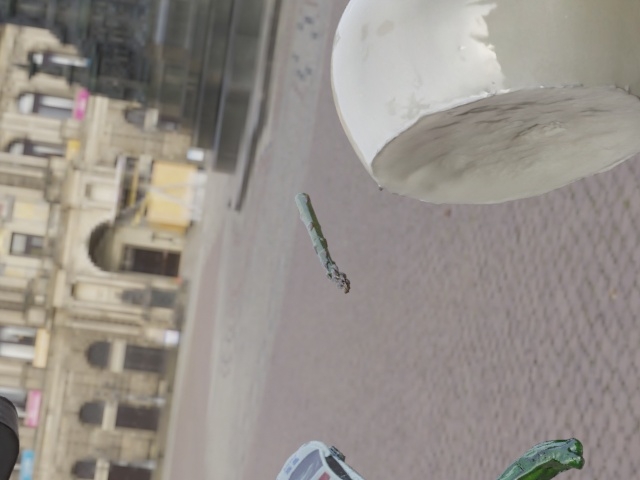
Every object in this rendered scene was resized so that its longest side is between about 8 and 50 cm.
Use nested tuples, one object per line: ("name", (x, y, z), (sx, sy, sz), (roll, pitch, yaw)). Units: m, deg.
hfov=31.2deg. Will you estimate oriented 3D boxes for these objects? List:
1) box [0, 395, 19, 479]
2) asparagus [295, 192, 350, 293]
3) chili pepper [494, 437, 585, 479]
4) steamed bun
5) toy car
("box", (-0.419, 0.175, 0.848), (0.211, 0.350, 0.058), (-65, 23, 11))
("asparagus", (0.000, 0.000, 1.545), (0.025, 0.024, 0.248), (-42, 32, 11))
("chili pepper", (0.085, 0.140, 0.588), (0.035, 0.118, 0.055), (60, -177, 6))
("steamed bun", (0.170, -0.175, 1.089), (0.324, 0.324, 0.206), (115, 150, -67))
("toy car", (0.012, 0.294, 1.298), (0.095, 0.056, 0.205), (-51, 38, -6))
